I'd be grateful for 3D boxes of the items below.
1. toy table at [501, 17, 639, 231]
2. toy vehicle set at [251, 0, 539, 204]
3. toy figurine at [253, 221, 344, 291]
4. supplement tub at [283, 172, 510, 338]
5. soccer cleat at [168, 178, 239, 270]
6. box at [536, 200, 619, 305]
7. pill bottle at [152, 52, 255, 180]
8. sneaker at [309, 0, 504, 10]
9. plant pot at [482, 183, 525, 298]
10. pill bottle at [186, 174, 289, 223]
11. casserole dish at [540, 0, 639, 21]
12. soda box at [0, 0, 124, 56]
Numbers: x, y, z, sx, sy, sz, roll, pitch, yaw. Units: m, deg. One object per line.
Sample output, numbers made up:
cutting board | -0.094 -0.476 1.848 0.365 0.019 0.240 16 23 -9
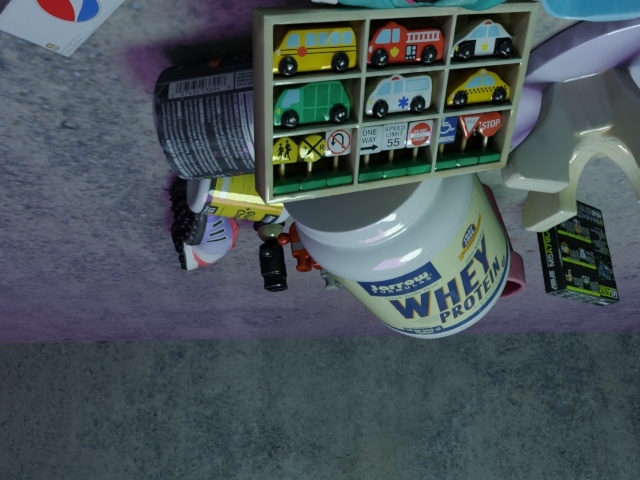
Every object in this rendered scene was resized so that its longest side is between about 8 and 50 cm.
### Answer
toy table | 0.313 -0.123 0.711 0.252 0.160 0.274 1 161 -8
toy vehicle set | 0.069 -0.133 0.572 0.267 0.035 0.165 -11 123 -20
toy figurine | 0.000 0.000 1.110 0.210 0.148 0.213 2 161 -28
supplement tub | 0.108 -0.025 0.829 0.236 0.235 0.325 -10 149 25
soccer cleat | -0.194 -0.033 1.073 0.117 0.108 0.318 -17 166 -18
box | 0.462 0.017 1.114 0.191 0.184 0.045 12 159 -38
pill bottle | -0.044 -0.141 0.671 0.246 0.130 0.130 -5 162 12
sneaker | 0.087 -0.239 0.380 0.179 0.123 0.295 5 169 -3
plant pot | 0.241 0.005 1.064 0.202 0.180 0.201 -1 161 0
pill bottle | -0.095 -0.079 0.901 0.184 0.103 0.103 7 160 -24
casserole dish | 0.238 -0.227 0.505 0.114 0.036 0.188 6 -179 27
soda box | -0.178 -0.230 0.475 0.069 0.073 0.216 15 156 -42
